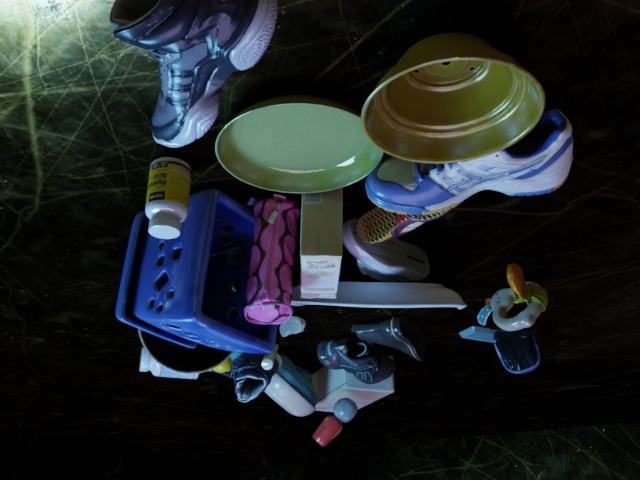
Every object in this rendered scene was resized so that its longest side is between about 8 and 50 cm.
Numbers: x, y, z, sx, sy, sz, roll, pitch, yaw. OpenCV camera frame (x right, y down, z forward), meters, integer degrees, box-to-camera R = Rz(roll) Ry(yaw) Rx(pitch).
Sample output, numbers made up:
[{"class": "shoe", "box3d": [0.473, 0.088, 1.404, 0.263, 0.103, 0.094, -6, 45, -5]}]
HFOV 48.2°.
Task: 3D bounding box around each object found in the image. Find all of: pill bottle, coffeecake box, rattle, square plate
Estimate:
[{"class": "pill bottle", "box3d": [-0.416, 0.335, 1.982, 0.160, 0.087, 0.087, 8, 154, -17]}, {"class": "coffeecake box", "box3d": [0.000, 0.000, 1.207, 0.068, 0.142, 0.185, 1, 155, -1]}, {"class": "pill bottle", "box3d": [-0.234, -0.064, 1.099, 0.065, 0.116, 0.065, -1, 155, 0]}, {"class": "rattle", "box3d": [0.381, 0.119, 1.558, 0.142, 0.130, 0.199, 26, 172, -25]}, {"class": "square plate", "box3d": [0.114, 0.113, 1.450, 0.344, 0.049, 0.347, 0, 175, 8]}]

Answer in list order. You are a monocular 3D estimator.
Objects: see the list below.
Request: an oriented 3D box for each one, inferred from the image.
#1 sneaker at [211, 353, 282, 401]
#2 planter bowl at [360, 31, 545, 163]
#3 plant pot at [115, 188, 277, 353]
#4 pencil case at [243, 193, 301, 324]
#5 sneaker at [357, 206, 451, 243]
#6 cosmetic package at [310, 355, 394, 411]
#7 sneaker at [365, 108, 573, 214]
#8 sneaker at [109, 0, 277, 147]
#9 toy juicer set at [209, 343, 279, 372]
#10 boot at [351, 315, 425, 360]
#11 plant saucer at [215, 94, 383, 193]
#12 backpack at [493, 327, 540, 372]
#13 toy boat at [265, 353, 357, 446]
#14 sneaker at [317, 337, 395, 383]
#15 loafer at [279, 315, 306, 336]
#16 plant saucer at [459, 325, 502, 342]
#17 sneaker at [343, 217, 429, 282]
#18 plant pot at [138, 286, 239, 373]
[{"class": "sneaker", "box3d": [-0.231, 0.348, 1.885, 0.226, 0.163, 0.086, 0, 113, 13]}, {"class": "planter bowl", "box3d": [0.156, -0.187, 0.872, 0.217, 0.090, 0.217, -1, 155, 0]}, {"class": "plant pot", "box3d": [-0.215, 0.067, 1.258, 0.212, 0.236, 0.236, -7, 155, 29]}, {"class": "pencil case", "box3d": [-0.081, 0.031, 1.194, 0.095, 0.209, 0.098, 8, 157, -14]}, {"class": "sneaker", "box3d": [0.152, -0.052, 1.204, 0.185, 0.069, 0.084, -23, 175, 25]}, {"class": "cosmetic package", "box3d": [0.086, 0.435, 2.174, 0.160, 0.113, 0.309, 9, 152, -19]}, {"class": "sneaker", "box3d": [0.206, -0.124, 1.013, 0.296, 0.112, 0.131, -11, 146, 3]}, {"class": "sneaker", "box3d": [-0.172, -0.213, 0.812, 0.153, 0.101, 0.268, 16, 144, -30]}, {"class": "toy juicer set", "box3d": [-0.233, 0.263, 1.787, 0.329, 0.089, 0.209, 3, -175, -20]}, {"class": "boot", "box3d": [0.181, 0.252, 1.846, 0.137, 0.077, 0.198, -9, 141, 28]}, {"class": "plant saucer", "box3d": [-0.030, -0.141, 1.033, 0.241, 0.037, 0.241, -1, 155, 0]}, {"class": "backpack", "box3d": [0.507, 0.282, 1.831, 0.105, 0.114, 0.084, -20, 155, 11]}, {"class": "toy boat", "box3d": [-0.040, 0.441, 2.049, 0.318, 0.148, 0.267, 36, 168, 36]}, {"class": "sneaker", "box3d": [0.119, 0.327, 1.957, 0.267, 0.101, 0.106, 20, 146, -37]}, {"class": "loafer", "box3d": [-0.062, 0.212, 1.787, 0.039, 0.045, 0.125, -6, 167, -29]}, {"class": "plant saucer", "box3d": [0.466, 0.256, 1.906, 0.192, 0.018, 0.067, 10, 153, -23]}, {"class": "sneaker", "box3d": [0.106, 0.033, 1.336, 0.091, 0.094, 0.258, -23, 148, 31]}, {"class": "plant pot", "box3d": [-0.270, 0.181, 1.558, 0.215, 0.215, 0.230, 2, 169, -5]}]
